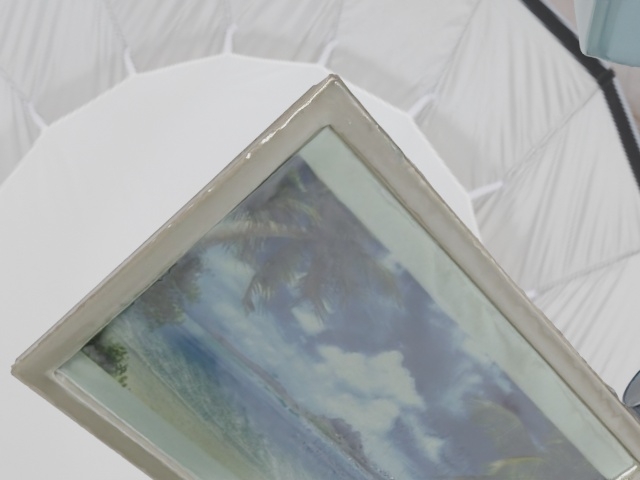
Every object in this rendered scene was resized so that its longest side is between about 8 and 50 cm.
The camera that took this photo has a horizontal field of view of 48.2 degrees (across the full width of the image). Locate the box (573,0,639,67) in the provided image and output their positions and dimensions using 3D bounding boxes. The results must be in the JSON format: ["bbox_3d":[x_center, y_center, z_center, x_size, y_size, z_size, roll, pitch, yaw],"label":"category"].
[{"bbox_3d":[0.227,-0.184,0.407,0.162,0.227,0.130,11,126,9],"label":"box"}]

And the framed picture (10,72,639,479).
[{"bbox_3d":[0.025,0.097,0.405,0.315,0.232,0.024,45,-166,-18],"label":"framed picture"}]

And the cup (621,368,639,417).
[{"bbox_3d":[0.424,0.217,0.813,0.155,0.176,0.131,46,-152,6],"label":"cup"}]
